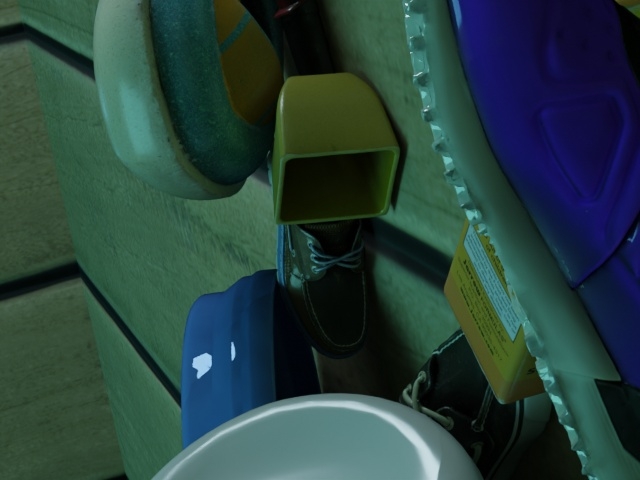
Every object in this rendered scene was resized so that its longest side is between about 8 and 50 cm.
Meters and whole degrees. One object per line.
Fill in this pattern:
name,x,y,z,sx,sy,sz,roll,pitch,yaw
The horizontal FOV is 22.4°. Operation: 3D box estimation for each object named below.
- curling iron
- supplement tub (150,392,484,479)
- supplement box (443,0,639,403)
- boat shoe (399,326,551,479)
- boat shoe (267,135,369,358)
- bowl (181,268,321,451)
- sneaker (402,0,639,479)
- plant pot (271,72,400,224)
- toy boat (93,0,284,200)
curling iron,-0.017,-0.178,1.170,0.068,0.035,0.274,-164,60,-73
supplement tub,0.029,0.280,0.981,0.235,0.235,0.325,52,168,56
supplement box,0.122,-0.014,0.751,0.233,0.078,0.080,98,153,-56
boat shoe,0.088,0.107,0.997,0.219,0.070,0.078,97,154,-54
boat shoe,0.000,0.000,1.220,0.066,0.066,0.183,161,94,-73
bowl,-0.039,0.219,1.297,0.391,0.077,0.391,-8,-90,-85
sneaker,0.126,-0.032,0.583,0.102,0.146,0.293,-93,-21,-58
plant pot,0.004,-0.070,1.124,0.081,0.081,0.083,98,163,-55
toy boat,-0.101,-0.185,1.164,0.267,0.148,0.318,-87,-24,-48
